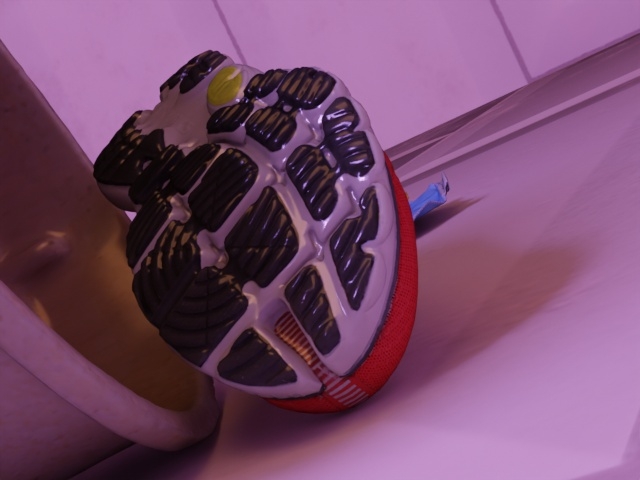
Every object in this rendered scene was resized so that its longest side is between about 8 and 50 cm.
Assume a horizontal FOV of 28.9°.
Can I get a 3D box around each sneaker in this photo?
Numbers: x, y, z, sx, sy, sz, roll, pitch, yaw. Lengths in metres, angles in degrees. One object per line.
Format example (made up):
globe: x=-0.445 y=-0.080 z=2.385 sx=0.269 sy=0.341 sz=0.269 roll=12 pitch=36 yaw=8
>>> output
sneaker: x=-0.008 y=-0.004 z=0.503 sx=0.107 sy=0.118 sz=0.279 roll=-48 pitch=24 yaw=5

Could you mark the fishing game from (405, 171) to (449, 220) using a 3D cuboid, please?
fishing game: x=0.000 y=0.000 z=0.816 sx=0.189 sy=0.041 sz=0.264 roll=-27 pitch=4 yaw=12

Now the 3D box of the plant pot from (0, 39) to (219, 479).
plant pot: x=-0.259 y=0.025 z=0.456 sx=0.305 sy=0.334 sz=0.334 roll=-36 pitch=4 yaw=1
